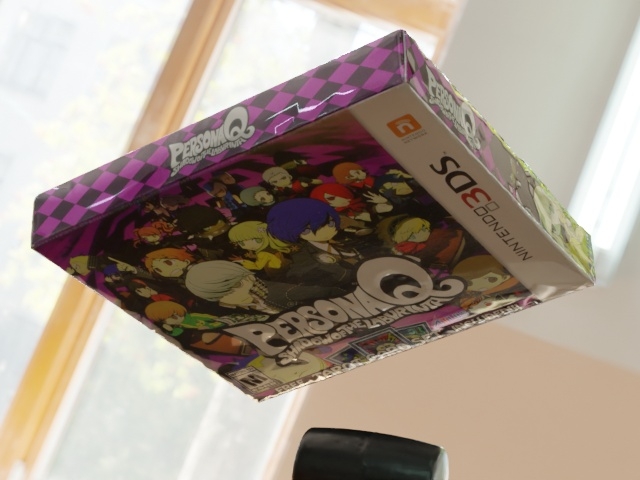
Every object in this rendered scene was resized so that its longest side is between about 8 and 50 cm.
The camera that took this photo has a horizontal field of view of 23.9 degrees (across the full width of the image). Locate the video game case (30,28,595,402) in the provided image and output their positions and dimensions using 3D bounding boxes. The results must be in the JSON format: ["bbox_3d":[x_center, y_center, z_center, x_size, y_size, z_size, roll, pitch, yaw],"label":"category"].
[{"bbox_3d":[0.000,0.000,0.816,0.232,0.041,0.210,-21,-40,25],"label":"video game case"}]

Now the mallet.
[{"bbox_3d":[-0.011,0.140,0.568,0.062,0.189,0.039,12,-49,24],"label":"mallet"}]
